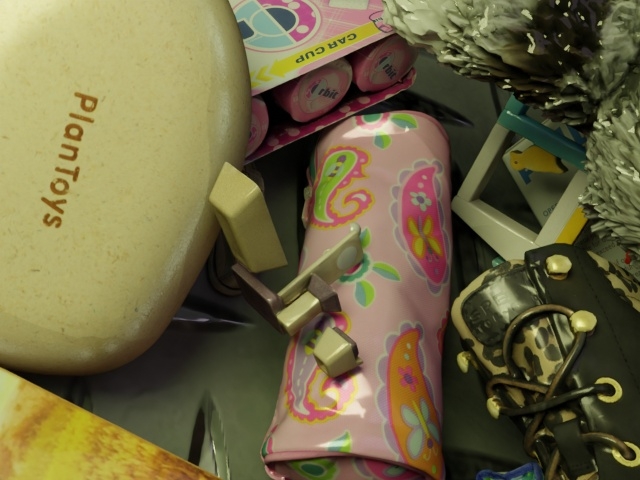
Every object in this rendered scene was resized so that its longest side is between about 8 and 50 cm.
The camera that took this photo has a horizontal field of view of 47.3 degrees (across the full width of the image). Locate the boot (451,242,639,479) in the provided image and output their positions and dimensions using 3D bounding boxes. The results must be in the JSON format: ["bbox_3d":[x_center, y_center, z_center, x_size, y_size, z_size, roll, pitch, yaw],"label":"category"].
[{"bbox_3d":[0.152,0.135,0.400,0.377,0.138,0.284,8,41,-34],"label":"boot"}]

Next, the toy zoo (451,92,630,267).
[{"bbox_3d":[0.237,-0.064,0.611,0.192,0.293,0.030,34,26,20],"label":"toy zoo"}]

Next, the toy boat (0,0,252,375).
[{"bbox_3d":[-0.198,-0.082,0.402,0.318,0.148,0.268,21,90,-17],"label":"toy boat"}]

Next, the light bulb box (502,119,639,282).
[{"bbox_3d":[0.442,-0.020,0.743,0.357,0.225,0.361,-16,74,-38],"label":"light bulb box"}]

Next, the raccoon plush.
[{"bbox_3d":[0.224,0.009,0.405,0.446,0.216,0.299,14,37,2],"label":"raccoon plush"}]

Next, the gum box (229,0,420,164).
[{"bbox_3d":[-0.027,-0.134,0.540,0.188,0.062,0.107,-27,57,-17],"label":"gum box"}]

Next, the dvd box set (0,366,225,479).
[{"bbox_3d":[-0.183,0.195,0.282,0.420,0.062,0.308,29,52,-6],"label":"dvd box set"}]

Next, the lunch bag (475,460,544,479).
[{"bbox_3d":[0.181,0.245,0.515,0.128,0.096,0.151,18,63,-17],"label":"lunch bag"}]

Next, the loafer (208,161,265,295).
[{"bbox_3d":[-0.057,-0.023,0.538,0.045,0.039,0.125,13,59,-27],"label":"loafer"}]

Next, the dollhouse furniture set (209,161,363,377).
[{"bbox_3d":[0.000,0.000,0.409,0.081,0.114,0.091,-38,50,-19],"label":"dollhouse furniture set"}]

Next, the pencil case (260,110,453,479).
[{"bbox_3d":[0.033,0.038,0.519,0.124,0.124,0.284,22,54,-22],"label":"pencil case"}]
